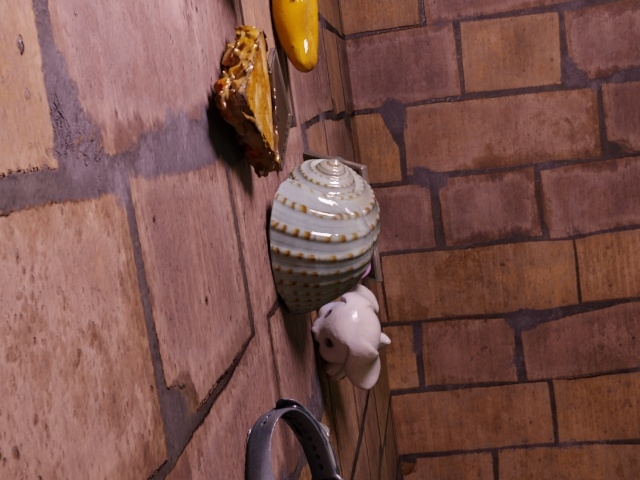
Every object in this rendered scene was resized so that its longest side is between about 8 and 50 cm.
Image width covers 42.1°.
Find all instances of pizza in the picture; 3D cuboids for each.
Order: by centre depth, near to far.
[{"bbox_3d":[-0.119,-0.209,1.411,0.287,0.074,0.251,-82,162,-57],"label":"pizza"}]

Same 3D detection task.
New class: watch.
[{"bbox_3d":[-0.039,0.369,1.323,0.206,0.068,0.192,50,39,-33],"label":"watch"}]

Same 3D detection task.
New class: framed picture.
[{"bbox_3d":[-0.096,-0.291,1.821,0.250,0.016,0.184,-86,166,-53],"label":"framed picture"},{"bbox_3d":[0.057,-0.062,2.134,0.241,0.020,0.324,20,-51,49],"label":"framed picture"}]

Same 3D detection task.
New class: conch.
[{"bbox_3d":[0.015,-0.004,1.719,0.303,0.215,0.319,-56,139,-61],"label":"conch"}]

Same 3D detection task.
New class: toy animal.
[{"bbox_3d":[0.083,0.247,2.059,0.289,0.174,0.248,-53,135,-80],"label":"toy animal"}]

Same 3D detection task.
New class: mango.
[{"bbox_3d":[-0.059,-0.519,1.948,0.157,0.109,0.261,103,-15,-87],"label":"mango"}]

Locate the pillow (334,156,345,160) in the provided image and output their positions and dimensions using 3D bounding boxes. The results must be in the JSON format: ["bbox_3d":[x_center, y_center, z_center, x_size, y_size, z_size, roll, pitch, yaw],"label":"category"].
[{"bbox_3d":[0.046,-0.131,2.426,0.233,0.086,0.214,-82,168,-53],"label":"pillow"}]

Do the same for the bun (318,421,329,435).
[{"bbox_3d":[-0.002,0.429,1.787,0.083,0.045,0.083,-2,90,-79],"label":"bun"}]

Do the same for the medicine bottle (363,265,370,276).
[{"bbox_3d":[0.034,-0.034,2.023,0.152,0.152,0.253,-79,161,-64],"label":"medicine bottle"}]
